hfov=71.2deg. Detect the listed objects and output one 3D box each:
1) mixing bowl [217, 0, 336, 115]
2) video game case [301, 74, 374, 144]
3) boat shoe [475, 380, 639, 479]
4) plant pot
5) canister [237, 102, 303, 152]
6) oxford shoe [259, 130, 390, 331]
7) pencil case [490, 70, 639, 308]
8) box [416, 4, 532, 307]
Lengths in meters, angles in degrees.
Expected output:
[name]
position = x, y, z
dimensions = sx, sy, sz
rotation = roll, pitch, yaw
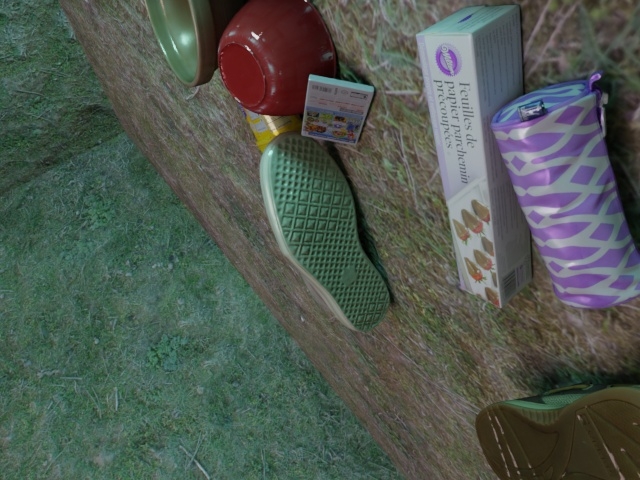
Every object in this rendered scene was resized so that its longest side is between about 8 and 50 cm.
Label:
[mixing bowl]
position = -0.077, -0.248, 0.631
dimensions = 0.181, 0.098, 0.181
rotation = 27, 140, 25
[video game case]
position = 0.020, -0.181, 0.634
dimensions = 0.087, 0.011, 0.122
rotation = 10, 157, -3
[boat shoe]
position = 0.319, 0.234, 0.542
dimensions = 0.342, 0.123, 0.123
rotation = 113, 145, -58
[plant pot]
position = -0.196, -0.378, 0.714
dimensions = 0.237, 0.109, 0.237
rotation = 45, 149, 38
[canister]
position = -0.102, -0.251, 0.796
dimensions = 0.126, 0.073, 0.170
rotation = 11, 132, 62
[oxford shoe]
position = 0.000, 0.000, 0.852
dimensions = 0.130, 0.169, 0.449
rotation = 31, 155, 52
[pencil case]
position = 0.221, -0.039, 0.387
dimensions = 0.088, 0.086, 0.206
rotation = -16, 114, 34
[box]
position = 0.173, -0.066, 0.472
dimensions = 0.063, 0.067, 0.324
rotation = 31, 151, 49
